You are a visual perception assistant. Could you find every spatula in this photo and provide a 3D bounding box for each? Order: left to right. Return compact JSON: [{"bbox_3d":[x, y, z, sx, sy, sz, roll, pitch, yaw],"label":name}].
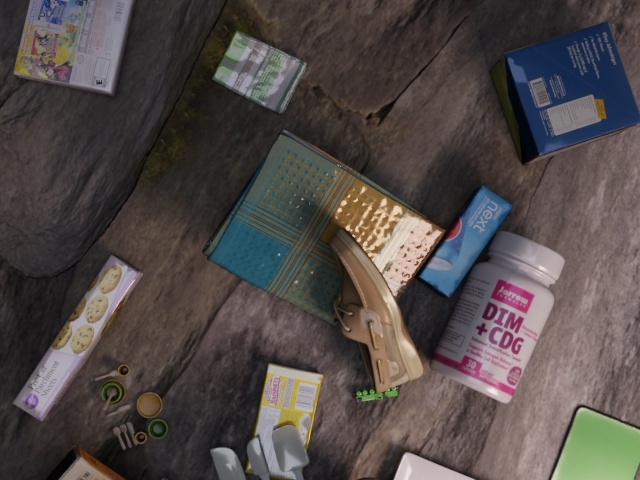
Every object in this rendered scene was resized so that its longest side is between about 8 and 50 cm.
[{"bbox_3d":[-0.086,0.470,1.747,0.168,0.019,0.241,-18,95,-1],"label":"spatula"}]

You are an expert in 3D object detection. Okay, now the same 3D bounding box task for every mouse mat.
[{"bbox_3d":[0.524,0.424,1.802,0.153,0.007,0.189,22,87,-1],"label":"mouse mat"}]

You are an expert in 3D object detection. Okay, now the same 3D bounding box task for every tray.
[{"bbox_3d":[0.252,0.507,1.773,0.271,0.030,0.145,23,87,-1],"label":"tray"}]

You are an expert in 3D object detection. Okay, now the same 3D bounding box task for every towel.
[{"bbox_3d":[-0.116,-0.320,1.812,0.152,0.023,0.113,26,85,0],"label":"towel"},{"bbox_3d":[0.009,0.000,1.700,0.370,0.040,0.271,29,103,-23],"label":"towel"}]

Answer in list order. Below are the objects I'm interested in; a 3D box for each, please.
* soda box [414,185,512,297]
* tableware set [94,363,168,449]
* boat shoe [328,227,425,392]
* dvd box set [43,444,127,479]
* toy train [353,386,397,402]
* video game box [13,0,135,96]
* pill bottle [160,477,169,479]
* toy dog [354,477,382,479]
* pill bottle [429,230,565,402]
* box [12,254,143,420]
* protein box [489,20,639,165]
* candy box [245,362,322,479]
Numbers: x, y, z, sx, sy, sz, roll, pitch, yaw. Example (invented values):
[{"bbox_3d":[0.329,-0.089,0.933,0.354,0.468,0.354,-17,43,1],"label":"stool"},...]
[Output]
[{"bbox_3d":[0.267,0.003,1.787,0.071,0.067,0.210,35,85,0],"label":"soda box"},{"bbox_3d":[-0.348,0.304,1.763,0.104,0.024,0.154,-21,87,-4],"label":"tableware set"},{"bbox_3d":[0.080,0.135,1.685,0.110,0.121,0.341,-28,117,-3],"label":"boat shoe"},{"bbox_3d":[-0.357,0.589,1.648,0.420,0.062,0.307,41,88,-22],"label":"dvd box set"},{"bbox_3d":[0.104,0.287,1.787,0.083,0.017,0.023,-9,97,-3],"label":"toy train"},{"bbox_3d":[-0.458,-0.387,1.790,0.187,0.048,0.205,12,86,-4],"label":"video game box"},{"bbox_3d":[-0.318,0.504,1.721,0.152,0.086,0.086,-43,89,-5],"label":"pill bottle"},{"bbox_3d":[0.052,0.609,1.623,0.396,0.284,0.407,19,92,-22],"label":"toy dog"},{"bbox_3d":[0.325,0.137,1.733,0.160,0.160,0.283,25,86,-1],"label":"pill bottle"},{"bbox_3d":[-0.440,0.176,1.747,0.067,0.063,0.324,34,86,1],"label":"box"},{"bbox_3d":[0.453,-0.271,1.776,0.201,0.136,0.199,-18,87,-3],"label":"protein box"},{"bbox_3d":[-0.067,0.338,1.771,0.105,0.027,0.205,12,87,0],"label":"candy box"}]
